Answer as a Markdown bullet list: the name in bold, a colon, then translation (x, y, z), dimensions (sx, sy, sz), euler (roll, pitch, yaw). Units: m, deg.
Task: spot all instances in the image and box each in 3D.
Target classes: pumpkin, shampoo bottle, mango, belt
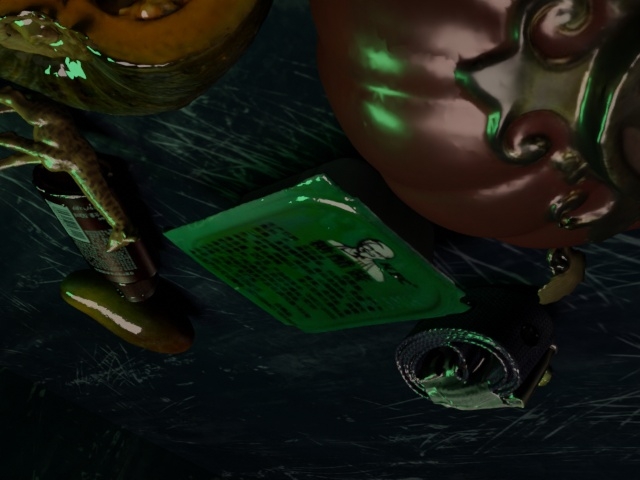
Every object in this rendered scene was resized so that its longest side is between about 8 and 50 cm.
- **pumpkin**: translation (-0.184, -0.231, 0.596), dimensions (0.325, 0.242, 0.232), euler (17, 180, 0)
- **shampoo bottle**: translation (-0.325, -0.009, 1.149), dimensions (0.129, 0.084, 0.323), euler (4, 149, 9)
- **mango**: translation (-0.338, 0.125, 1.342), dimensions (0.268, 0.111, 0.133), euler (31, -168, -25)
- **belt**: translation (0.210, 0.142, 1.005), dimensions (0.139, 0.126, 0.230), euler (52, 146, -5)

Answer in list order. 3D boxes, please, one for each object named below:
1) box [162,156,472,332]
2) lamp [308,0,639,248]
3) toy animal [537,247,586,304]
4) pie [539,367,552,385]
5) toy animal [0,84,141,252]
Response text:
- **box**: translation (0.000, 0.000, 0.922), dimensions (0.264, 0.106, 0.337), euler (39, 146, -29)
- **lamp**: translation (0.143, -0.139, 0.427), dimensions (0.303, 0.257, 0.303), euler (-9, 132, -11)
- **toy animal**: translation (0.216, -0.038, 0.744), dimensions (0.214, 0.093, 0.186), euler (34, 145, -7)
- **pie**: translation (0.311, 0.200, 1.136), dimensions (0.084, 0.021, 0.084), euler (13, 148, 8)
- **toy animal**: translation (-0.339, -0.099, 0.961), dimensions (0.276, 0.149, 0.054), euler (29, -171, -2)
